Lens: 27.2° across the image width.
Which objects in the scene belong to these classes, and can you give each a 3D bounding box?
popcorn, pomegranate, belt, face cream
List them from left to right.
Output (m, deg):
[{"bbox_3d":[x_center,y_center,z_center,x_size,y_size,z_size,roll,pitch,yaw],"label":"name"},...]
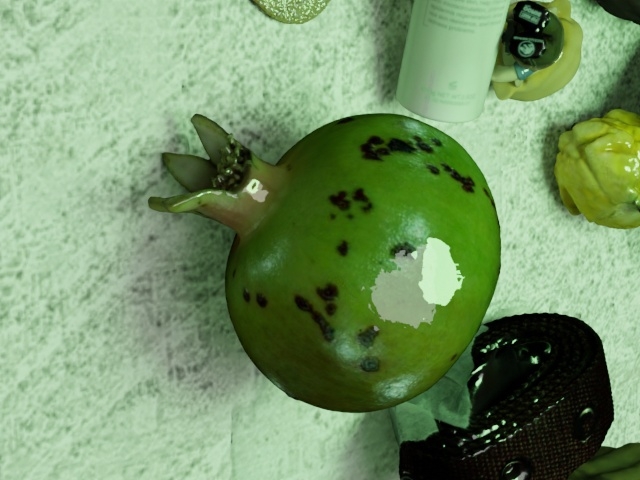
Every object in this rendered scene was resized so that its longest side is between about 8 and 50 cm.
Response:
[{"bbox_3d":[0.023,-0.008,1.254,0.291,0.290,0.323,-46,115,-23],"label":"pomegranate"},{"bbox_3d":[0.154,-0.293,1.337,0.102,0.102,0.346,-13,127,-37],"label":"face cream"},{"bbox_3d":[0.198,0.188,1.481,0.289,0.184,0.164,-33,126,-30],"label":"belt"},{"bbox_3d":[0.357,-0.083,1.593,0.167,0.148,0.152,63,22,-48],"label":"popcorn"}]

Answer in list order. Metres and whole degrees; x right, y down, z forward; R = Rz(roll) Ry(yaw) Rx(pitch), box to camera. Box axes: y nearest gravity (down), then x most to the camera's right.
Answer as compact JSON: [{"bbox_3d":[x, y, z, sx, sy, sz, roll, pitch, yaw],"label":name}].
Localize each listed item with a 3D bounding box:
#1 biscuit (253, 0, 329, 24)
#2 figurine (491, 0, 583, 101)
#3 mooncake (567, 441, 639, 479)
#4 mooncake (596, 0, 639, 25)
[{"bbox_3d":[-0.027,-0.274,1.318,0.120,0.015,0.120,-9,104,-39],"label":"biscuit"},{"bbox_3d":[0.226,-0.211,1.438,0.196,0.108,0.114,-10,100,-74],"label":"figurine"},{"bbox_3d":[0.349,0.408,1.568,0.187,0.324,0.324,-9,104,-36],"label":"mooncake"},{"bbox_3d":[0.417,-0.390,1.558,0.283,0.141,0.283,-10,111,-27],"label":"mooncake"}]
